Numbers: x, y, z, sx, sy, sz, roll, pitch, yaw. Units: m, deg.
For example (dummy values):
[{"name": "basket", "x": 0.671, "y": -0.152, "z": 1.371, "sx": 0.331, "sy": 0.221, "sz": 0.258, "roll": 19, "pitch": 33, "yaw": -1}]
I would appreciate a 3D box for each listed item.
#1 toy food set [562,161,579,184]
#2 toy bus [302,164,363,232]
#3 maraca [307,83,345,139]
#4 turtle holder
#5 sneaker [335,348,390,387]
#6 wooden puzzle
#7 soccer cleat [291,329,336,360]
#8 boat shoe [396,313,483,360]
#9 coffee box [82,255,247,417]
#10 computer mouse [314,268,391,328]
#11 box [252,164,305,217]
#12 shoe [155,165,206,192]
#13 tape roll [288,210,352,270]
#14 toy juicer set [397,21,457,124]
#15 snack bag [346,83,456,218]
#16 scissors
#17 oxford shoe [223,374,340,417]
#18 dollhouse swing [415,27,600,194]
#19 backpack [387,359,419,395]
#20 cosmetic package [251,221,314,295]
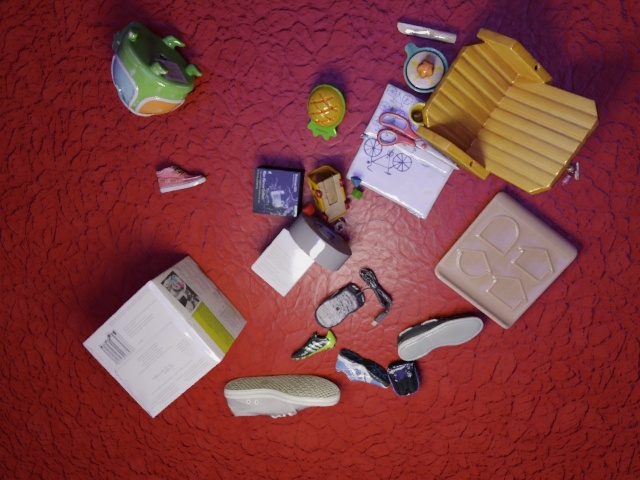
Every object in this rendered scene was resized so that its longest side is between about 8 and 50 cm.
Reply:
[{"name": "toy food set", "x": 0.755, "y": -0.214, "z": 1.564, "sx": 0.122, "sy": 0.019, "sz": 0.078, "roll": -4, "pitch": 101, "yaw": 10}, {"name": "toy bus", "x": 0.023, "y": -0.150, "z": 1.647, "sx": 0.190, "sy": 0.104, "sz": 0.202, "roll": 15, "pitch": 111, "yaw": -40}, {"name": "maraca", "x": 0.016, "y": -0.413, "z": 1.599, "sx": 0.127, "sy": 0.099, "sz": 0.186, "roll": 21, "pitch": 130, "yaw": 12}, {"name": "turtle holder", "x": -0.568, "y": -0.550, "z": 1.585, "sx": 0.320, "sy": 0.243, "sz": 0.227, "roll": 42, "pitch": 122, "yaw": -11}, {"name": "sneaker", "x": 0.151, "y": 0.473, "z": 1.784, "sx": 0.211, "sy": 0.080, "sz": 0.081, "roll": 28, "pitch": 111, "yaw": 12}, {"name": "wooden puzzle", "x": 0.599, "y": 0.064, "z": 1.624, "sx": 0.322, "sy": 0.080, "sz": 0.348, "roll": 37, "pitch": 100, "yaw": -1}, {"name": "soccer cleat", "x": -0.030, "y": 0.379, "z": 1.800, "sx": 0.178, "sy": 0.060, "sz": 0.072, "roll": -23, "pitch": 88, "yaw": 6}, {"name": "boat shoe", "x": 0.400, "y": 0.311, "z": 1.696, "sx": 0.302, "sy": 0.091, "sz": 0.114, "roll": -20, "pitch": 118, "yaw": 10}, {"name": "coffee box", "x": -0.516, "y": 0.315, "z": 1.713, "sx": 0.337, "sy": 0.334, "sz": 0.338, "roll": -40, "pitch": 96, "yaw": 13}, {"name": "computer mouse", "x": 0.120, "y": 0.239, "z": 1.744, "sx": 0.262, "sy": 0.060, "sz": 0.184, "roll": -41, "pitch": 89, "yaw": 3}, {"name": "box", "x": -0.141, "y": -0.168, "z": 1.676, "sx": 0.158, "sy": 0.093, "sz": 0.156, "roll": 6, "pitch": 103, "yaw": 6}, {"name": "shoe", "x": -0.492, "y": -0.224, "z": 1.731, "sx": 0.177, "sy": 0.063, "sz": 0.081, "roll": -10, "pitch": 106, "yaw": 15}, {"name": "tape roll", "x": 0.000, "y": 0.000, "z": 1.624, "sx": 0.219, "sy": 0.219, "sz": 0.072, "roll": 41, "pitch": 104, "yaw": -1}, {"name": "toy juicer set", "x": 0.357, "y": -0.524, "z": 1.506, "sx": 0.209, "sy": 0.089, "sz": 0.329, "roll": -7, "pitch": 93, "yaw": 6}, {"name": "snack bag", "x": 0.282, "y": -0.284, "z": 1.614, "sx": 0.323, "sy": 0.037, "sz": 0.343, "roll": 28, "pitch": 105, "yaw": 1}, {"name": "scissors", "x": 0.317, "y": -0.318, "z": 1.571, "sx": 0.296, "sy": 0.021, "sz": 0.109, "roll": 20, "pitch": 102, "yaw": 4}, {"name": "oxford shoe", "x": -0.138, "y": 0.577, "z": 1.802, "sx": 0.448, "sy": 0.169, "sz": 0.130, "roll": -6, "pitch": 98, "yaw": 17}, {"name": "dollhouse swing", "x": 0.528, "y": -0.351, "z": 1.394, "sx": 0.315, "sy": 0.305, "sz": 0.347, "roll": 26, "pitch": 103, "yaw": -33}, {"name": "backpack", "x": 0.298, "y": 0.482, "z": 1.753, "sx": 0.104, "sy": 0.084, "sz": 0.115, "roll": -17, "pitch": 94, "yaw": 12}, {"name": "cosmetic package", "x": -0.109, "y": 0.059, "z": 1.689, "sx": 0.151, "sy": 0.151, "sz": 0.184, "roll": 41, "pitch": 104, "yaw": -1}]
